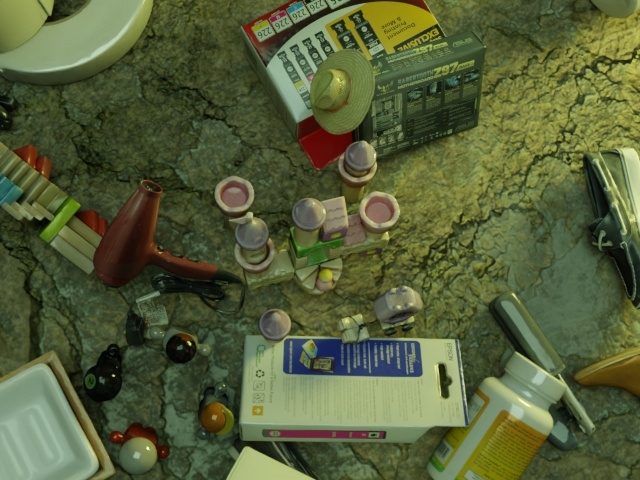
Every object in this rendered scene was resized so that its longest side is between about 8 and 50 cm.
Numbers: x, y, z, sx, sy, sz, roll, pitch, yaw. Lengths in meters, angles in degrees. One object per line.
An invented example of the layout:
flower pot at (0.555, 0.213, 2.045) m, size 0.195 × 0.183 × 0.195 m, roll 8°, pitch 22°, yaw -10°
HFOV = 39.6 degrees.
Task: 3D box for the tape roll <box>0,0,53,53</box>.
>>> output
tape roll at (-0.595, -0.459, 1.507) m, size 0.246 × 0.169 × 0.246 m, roll 0°, pitch 79°, yaw -1°

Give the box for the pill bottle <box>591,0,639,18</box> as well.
pill bottle at (0.631, -0.549, 1.638) m, size 0.283 × 0.161 × 0.161 m, roll -34°, pitch 82°, yaw -7°

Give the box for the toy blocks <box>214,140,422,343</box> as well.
toy blocks at (0.000, 0.000, 1.435) m, size 0.289 × 0.260 × 0.309 m, roll -14°, pitch 70°, yaw -10°

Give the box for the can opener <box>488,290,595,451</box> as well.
can opener at (0.368, 0.227, 1.530) m, size 0.095 × 0.076 × 0.283 m, roll -33°, pitch 81°, yaw -8°

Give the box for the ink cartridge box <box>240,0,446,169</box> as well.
ink cartridge box at (0.058, -0.319, 1.593) m, size 0.309 × 0.130 × 0.271 m, roll -30°, pitch 84°, yaw -6°

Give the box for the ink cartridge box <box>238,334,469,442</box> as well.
ink cartridge box at (0.052, 0.246, 1.484) m, size 0.371 × 0.069 × 0.175 m, roll 0°, pitch 48°, yaw 0°

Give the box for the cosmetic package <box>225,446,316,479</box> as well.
cosmetic package at (-0.035, 0.579, 1.265) m, size 0.394 × 0.327 × 0.329 m, roll 26°, pitch 116°, yaw 3°

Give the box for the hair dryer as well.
hair dryer at (-0.264, 0.028, 1.486) m, size 0.224 × 0.293 × 0.080 m, roll -21°, pitch 36°, yaw -9°

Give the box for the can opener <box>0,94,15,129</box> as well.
can opener at (-0.644, -0.224, 1.598) m, size 0.186 × 0.073 × 0.059 m, roll -2°, pitch 118°, yaw 1°

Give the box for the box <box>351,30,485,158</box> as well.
box at (0.168, -0.249, 1.546) m, size 0.233 × 0.183 × 0.059 m, roll -20°, pitch 51°, yaw -11°

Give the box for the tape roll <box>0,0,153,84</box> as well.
tape roll at (-0.502, -0.476, 1.634) m, size 0.392 × 0.072 × 0.392 m, roll 0°, pitch 80°, yaw -2°

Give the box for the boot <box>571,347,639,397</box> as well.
boot at (0.595, 0.278, 1.513) m, size 0.295 × 0.104 × 0.211 m, roll -14°, pitch 80°, yaw -9°

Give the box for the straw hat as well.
straw hat at (0.015, -0.246, 1.443) m, size 0.144 × 0.061 × 0.144 m, roll 3°, pitch 94°, yaw 41°

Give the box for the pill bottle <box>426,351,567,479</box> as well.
pill bottle at (0.294, 0.312, 1.458) m, size 0.136 × 0.136 × 0.245 m, roll 34°, pitch 93°, yaw 4°

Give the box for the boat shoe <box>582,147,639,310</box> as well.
boat shoe at (0.523, -0.019, 1.565) m, size 0.102 × 0.108 × 0.301 m, roll -5°, pitch 77°, yaw -3°

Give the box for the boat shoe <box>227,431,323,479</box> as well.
boat shoe at (-0.006, 0.421, 1.464) m, size 0.335 × 0.112 × 0.095 m, roll 41°, pitch 85°, yaw 9°

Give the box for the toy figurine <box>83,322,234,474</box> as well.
toy figurine at (-0.261, 0.251, 1.446) m, size 0.210 × 0.148 × 0.213 m, roll -22°, pitch 98°, yaw -6°

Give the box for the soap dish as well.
soap dish at (-0.510, 0.351, 1.457) m, size 0.291 × 0.118 × 0.229 m, roll -29°, pitch 82°, yaw -7°

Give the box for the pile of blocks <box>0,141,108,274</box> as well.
pile of blocks at (-0.495, -0.092, 1.524) m, size 0.362 × 0.149 × 0.112 m, roll 37°, pitch 82°, yaw 5°
